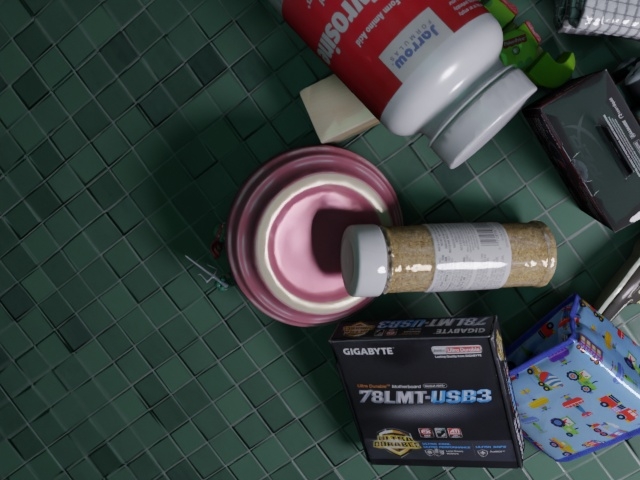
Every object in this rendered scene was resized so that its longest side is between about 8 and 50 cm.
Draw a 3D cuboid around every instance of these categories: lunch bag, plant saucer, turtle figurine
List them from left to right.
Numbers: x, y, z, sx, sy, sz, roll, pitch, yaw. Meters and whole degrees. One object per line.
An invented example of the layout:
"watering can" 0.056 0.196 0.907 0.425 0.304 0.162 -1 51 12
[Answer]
"turtle figurine" -0.120 0.013 1.358 0.234 0.118 0.175 21 110 -8
"plant saucer" 0.000 0.000 1.287 0.332 0.084 0.332 -3 103 -15
"lunch bag" 0.423 0.274 1.291 0.221 0.138 0.293 39 127 -4

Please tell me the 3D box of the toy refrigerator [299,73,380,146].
"toy refrigerator" 0.110 -0.270 1.286 0.269 0.094 0.102 -24 88 12

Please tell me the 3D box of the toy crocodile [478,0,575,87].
"toy crocodile" 0.281 -0.375 1.228 0.340 0.115 0.105 42 96 -2

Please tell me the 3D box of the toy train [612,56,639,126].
"toy train" 0.587 -0.151 1.175 0.142 0.190 0.334 -31 94 12

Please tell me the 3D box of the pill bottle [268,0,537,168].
"pill bottle" 0.124 -0.313 1.115 0.229 0.229 0.408 -44 82 13

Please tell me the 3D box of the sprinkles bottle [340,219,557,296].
"sprinkles bottle" 0.217 0.029 1.240 0.355 0.121 0.121 -2 100 -13

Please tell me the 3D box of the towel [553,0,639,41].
"towel" 0.506 -0.461 1.148 0.235 0.121 0.284 5 102 -8

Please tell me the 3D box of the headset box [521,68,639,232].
"headset box" 0.432 -0.144 1.149 0.110 0.293 0.218 -31 92 13

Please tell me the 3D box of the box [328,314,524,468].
"box" 0.192 0.274 1.300 0.295 0.073 0.293 -5 119 24

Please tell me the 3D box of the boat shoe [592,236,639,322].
"boat shoe" 0.555 0.069 1.273 0.068 0.081 0.228 34 101 6
